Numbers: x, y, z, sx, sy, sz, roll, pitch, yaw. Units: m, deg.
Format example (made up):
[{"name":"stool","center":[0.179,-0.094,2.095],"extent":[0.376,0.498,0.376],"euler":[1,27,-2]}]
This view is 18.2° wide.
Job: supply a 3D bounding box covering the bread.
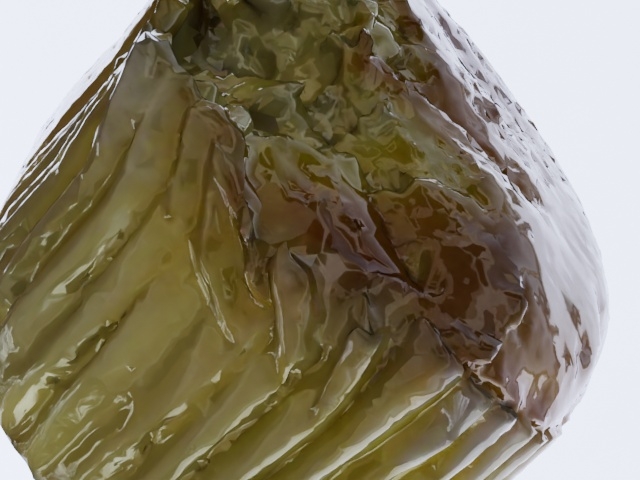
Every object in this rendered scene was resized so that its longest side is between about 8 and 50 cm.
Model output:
[{"name":"bread","center":[0.000,0.000,0.601],"extent":[0.179,0.133,0.250],"euler":[51,-161,-3]}]
